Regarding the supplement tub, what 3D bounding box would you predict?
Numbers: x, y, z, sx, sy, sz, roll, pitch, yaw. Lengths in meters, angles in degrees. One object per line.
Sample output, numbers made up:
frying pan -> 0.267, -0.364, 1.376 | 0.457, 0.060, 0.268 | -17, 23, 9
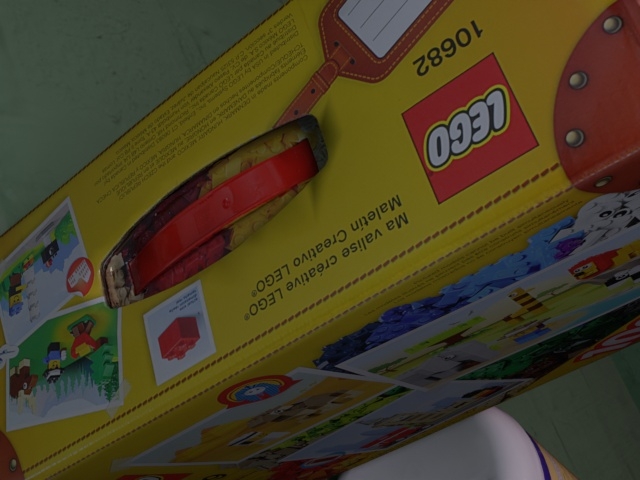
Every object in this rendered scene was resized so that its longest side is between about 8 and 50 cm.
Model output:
supplement tub -> 0.188, 0.335, 0.812 | 0.331, 0.241, 0.241 | 42, 31, -28

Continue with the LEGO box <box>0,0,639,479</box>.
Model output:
LEGO box -> 0.040, 0.022, 0.597 | 0.372, 0.500, 0.193 | 18, 47, -51
